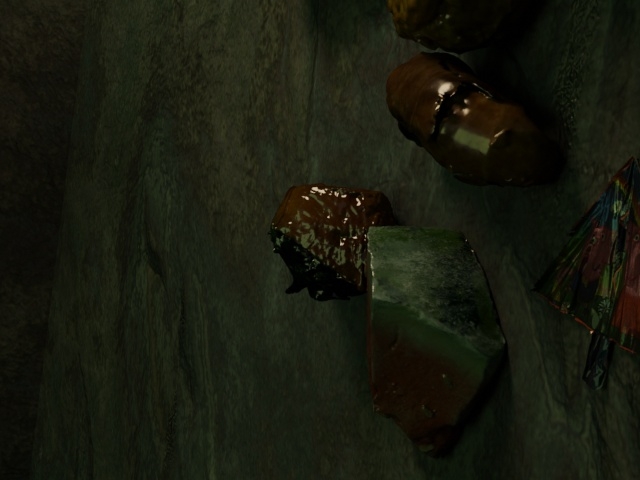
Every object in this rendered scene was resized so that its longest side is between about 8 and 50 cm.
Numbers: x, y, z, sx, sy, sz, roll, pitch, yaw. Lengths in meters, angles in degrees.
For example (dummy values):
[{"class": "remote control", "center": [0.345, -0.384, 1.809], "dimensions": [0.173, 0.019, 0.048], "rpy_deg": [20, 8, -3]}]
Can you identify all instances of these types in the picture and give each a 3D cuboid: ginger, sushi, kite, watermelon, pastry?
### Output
[{"class": "ginger", "center": [0.143, -0.133, 1.833], "dimensions": [0.107, 0.133, 0.309], "rpy_deg": [-55, 27, 5]}, {"class": "sushi", "center": [0.001, -0.001, 2.136], "dimensions": [0.287, 0.149, 0.140], "rpy_deg": [10, 100, 63]}, {"class": "kite", "center": [0.282, 0.031, 1.608], "dimensions": [0.321, 0.016, 0.234], "rpy_deg": [-146, 62, -64]}, {"class": "watermelon", "center": [0.105, 0.137, 1.932], "dimensions": [0.193, 0.139, 0.257], "rpy_deg": [-101, 16, -50]}, {"class": "pastry", "center": [0.151, -0.314, 1.847], "dimensions": [0.235, 0.132, 0.240], "rpy_deg": [110, 160, -57]}]
